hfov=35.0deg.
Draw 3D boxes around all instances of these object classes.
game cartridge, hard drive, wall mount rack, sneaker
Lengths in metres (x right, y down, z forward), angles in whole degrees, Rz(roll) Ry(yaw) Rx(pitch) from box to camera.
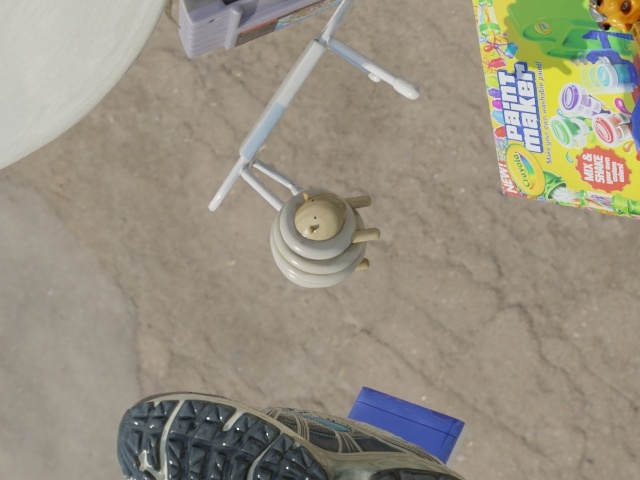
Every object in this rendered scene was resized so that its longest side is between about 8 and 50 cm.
[{"bbox_3d":[-0.024,-0.352,1.400,0.230,0.355,0.068,143,103,-82],"label":"game cartridge"},{"bbox_3d":[0.088,0.415,1.685,0.210,0.319,0.040,14,156,37],"label":"hard drive"},{"bbox_3d":[-0.004,-0.146,1.293,0.130,0.304,0.350,33,99,-9],"label":"wall mount rack"},{"bbox_3d":[-0.023,0.181,0.794,0.283,0.122,0.110,20,96,-14],"label":"sneaker"}]

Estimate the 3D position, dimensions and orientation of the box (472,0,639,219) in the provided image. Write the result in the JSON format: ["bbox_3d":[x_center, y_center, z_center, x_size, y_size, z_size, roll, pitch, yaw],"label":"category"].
[{"bbox_3d":[0.323,-0.183,1.000,0.279,0.177,0.290,14,139,33],"label":"box"}]

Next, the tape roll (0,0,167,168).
[{"bbox_3d":[-0.262,-0.185,0.509,0.072,0.392,0.392,-112,28,-44],"label":"tape roll"}]

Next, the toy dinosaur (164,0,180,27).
[{"bbox_3d":[-0.168,-0.300,1.109,0.092,0.053,0.183,38,142,-3],"label":"toy dinosaur"}]

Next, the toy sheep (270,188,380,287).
[{"bbox_3d":[0.000,0.000,0.867,0.091,0.091,0.132,39,153,16],"label":"toy sheep"}]

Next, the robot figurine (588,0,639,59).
[{"bbox_3d":[0.270,-0.176,0.515,0.291,0.085,0.211,-22,116,6],"label":"robot figurine"}]
